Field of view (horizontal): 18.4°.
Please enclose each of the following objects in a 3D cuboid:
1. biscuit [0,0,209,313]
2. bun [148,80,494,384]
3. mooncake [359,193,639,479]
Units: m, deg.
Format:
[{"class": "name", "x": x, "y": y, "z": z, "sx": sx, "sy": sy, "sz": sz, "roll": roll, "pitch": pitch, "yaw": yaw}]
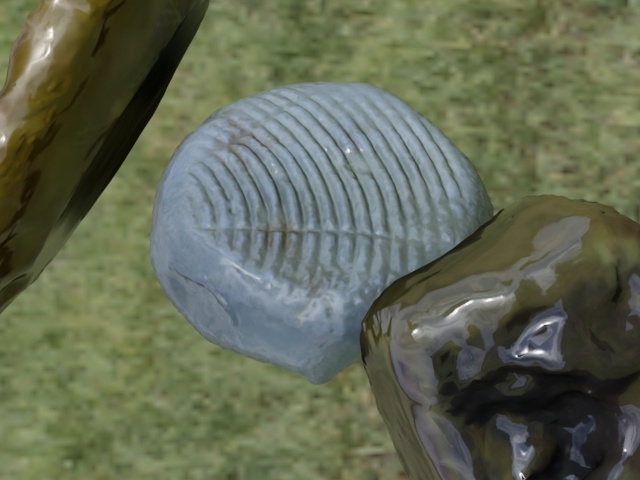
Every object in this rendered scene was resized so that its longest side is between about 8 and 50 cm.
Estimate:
[{"class": "biscuit", "x": -0.152, "y": -0.087, "z": 1.275, "sx": 0.329, "sy": 0.078, "sz": 0.335, "roll": -60, "pitch": 0, "yaw": 21}, {"class": "bun", "x": -0.006, "y": 0.001, "z": 1.943, "sx": 0.194, "sy": 0.354, "sz": 0.354, "roll": 98, "pitch": 152, "yaw": -45}, {"class": "mooncake", "x": 0.206, "y": 0.169, "z": 1.623, "sx": 0.393, "sy": 0.246, "sz": 0.394, "roll": 49, "pitch": 161, "yaw": 39}]
